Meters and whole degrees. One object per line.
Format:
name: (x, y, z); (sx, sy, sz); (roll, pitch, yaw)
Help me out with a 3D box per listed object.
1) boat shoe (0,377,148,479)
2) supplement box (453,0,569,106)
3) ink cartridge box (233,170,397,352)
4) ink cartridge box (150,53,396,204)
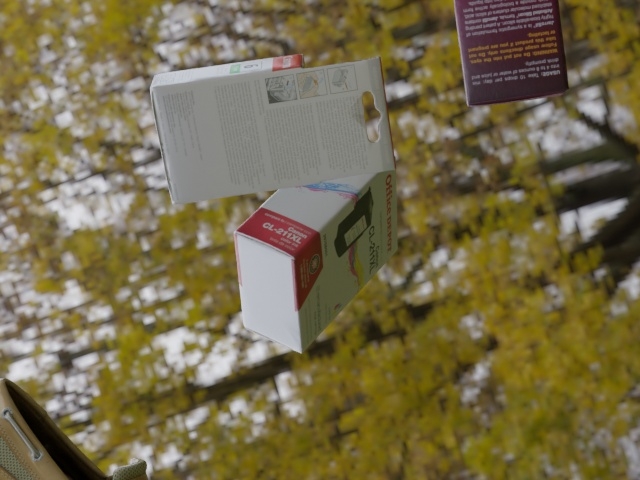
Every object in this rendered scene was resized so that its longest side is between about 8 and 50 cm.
boat shoe: (-0.113, 0.146, 0.791); (0.190, 0.072, 0.068); (38, -173, 0)
supplement box: (0.145, -0.203, 1.188); (0.104, 0.081, 0.188); (-33, -64, -80)
ink cartridge box: (0.000, 0.000, 1.441); (0.175, 0.072, 0.127); (-45, -34, -37)
ink cartridge box: (-0.023, -0.059, 0.756); (0.029, 0.115, 0.063); (-94, -5, -69)
